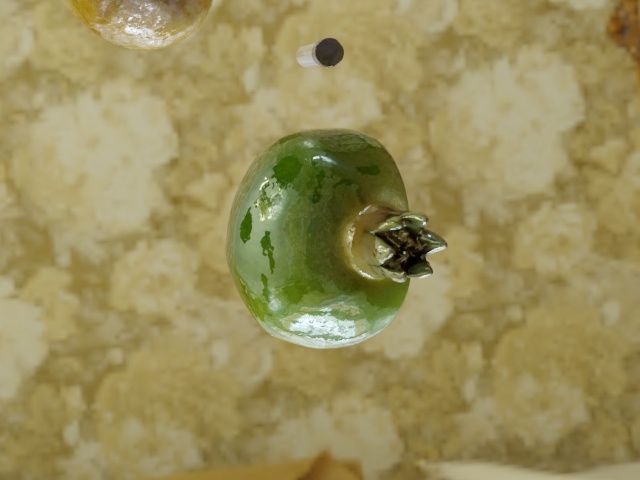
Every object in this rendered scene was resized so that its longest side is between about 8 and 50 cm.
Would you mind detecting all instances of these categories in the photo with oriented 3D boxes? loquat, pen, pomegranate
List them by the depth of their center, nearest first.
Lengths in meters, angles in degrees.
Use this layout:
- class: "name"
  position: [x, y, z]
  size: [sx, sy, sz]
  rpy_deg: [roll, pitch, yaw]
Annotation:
- class: "pen"
  position: [-0.003, -0.217, 1.799]
  size: [0.269, 0.033, 0.033]
  rpy_deg: [-130, 36, -82]
- class: "loquat"
  position: [-0.245, -0.351, 2.005]
  size: [0.238, 0.193, 0.238]
  rpy_deg: [62, -172, -16]
- class: "pomegranate"
  position: [0.000, 0.000, 2.116]
  size: [0.358, 0.216, 0.309]
  rpy_deg: [7, 97, 60]
